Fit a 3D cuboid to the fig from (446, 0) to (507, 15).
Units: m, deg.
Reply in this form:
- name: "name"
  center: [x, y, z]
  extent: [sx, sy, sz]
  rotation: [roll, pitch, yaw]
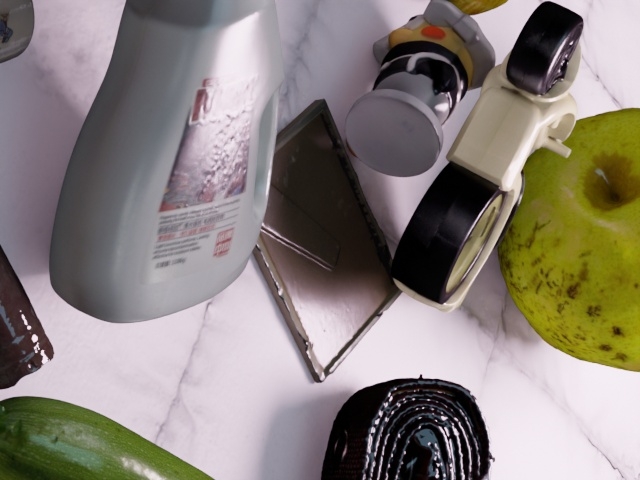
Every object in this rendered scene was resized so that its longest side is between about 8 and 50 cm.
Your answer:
- name: "fig"
  center: [0.203, -0.372, 1.795]
  extent: [0.144, 0.166, 0.154]
  rotation: [54, 7, 13]

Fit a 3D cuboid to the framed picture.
- name: "framed picture"
  center: [0.000, 0.000, 1.629]
  extent: [0.209, 0.019, 0.281]
  rotation: [-44, 119, -42]

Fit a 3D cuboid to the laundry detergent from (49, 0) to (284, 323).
- name: "laundry detergent"
  center: [-0.118, -0.134, 1.295]
  extent: [0.264, 0.125, 0.397]
  rotation: [-17, 128, -52]

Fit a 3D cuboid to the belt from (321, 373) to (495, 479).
- name: "belt"
  center: [0.091, 0.305, 1.609]
  extent: [0.184, 0.164, 0.289]
  rotation: [15, 75, -20]

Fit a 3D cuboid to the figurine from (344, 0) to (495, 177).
- name: "figurine"
  center: [0.116, -0.186, 1.675]
  extent: [0.133, 0.176, 0.236]
  rotation: [45, 46, -17]

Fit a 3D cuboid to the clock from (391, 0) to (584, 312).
- name: "clock"
  center: [0.209, -0.093, 1.663]
  extent: [0.379, 0.120, 0.276]
  rotation: [-59, 166, 2]

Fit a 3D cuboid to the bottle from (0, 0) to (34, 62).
- name: "bottle"
  center: [-0.359, -0.172, 1.151]
  extent: [0.233, 0.110, 0.110]
  rotation: [-34, 112, -46]

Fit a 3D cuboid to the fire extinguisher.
- name: "fire extinguisher"
  center: [-0.313, 0.000, 1.208]
  extent: [0.072, 0.089, 0.267]
  rotation: [-76, 146, -65]

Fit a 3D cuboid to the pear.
- name: "pear"
  center: [0.432, 0.013, 1.874]
  extent: [0.391, 0.391, 0.391]
  rotation: [5, 83, -49]

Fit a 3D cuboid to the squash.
- name: "squash"
  center: [-0.196, 0.228, 1.305]
  extent: [0.379, 0.101, 0.101]
  rotation: [32, 63, -33]
